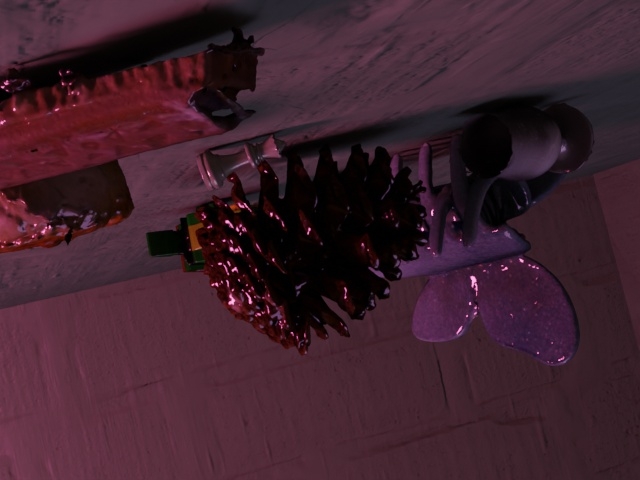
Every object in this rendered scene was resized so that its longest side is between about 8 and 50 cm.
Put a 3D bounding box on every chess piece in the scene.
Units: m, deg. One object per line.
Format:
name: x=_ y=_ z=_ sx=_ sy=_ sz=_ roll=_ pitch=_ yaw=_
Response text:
chess piece: x=-0.080 y=-0.086 z=1.073 sx=0.093 sy=0.042 sz=0.042 roll=-19 pitch=177 yaw=5

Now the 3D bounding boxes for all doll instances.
doll: x=-0.149 y=-0.009 z=1.547 sx=0.186 sy=0.106 sz=0.134 roll=-15 pitch=166 yaw=18

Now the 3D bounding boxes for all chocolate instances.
chocolate: x=-0.192 y=-0.067 z=0.662 sx=0.329 sy=0.065 sz=0.102 roll=-13 pitch=178 yaw=21

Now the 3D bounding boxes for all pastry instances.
pastry: x=-0.241 y=-0.034 z=0.902 sx=0.153 sy=0.081 sz=0.153 roll=-18 pitch=-174 yaw=2

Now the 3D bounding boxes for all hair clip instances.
hair clip: x=0.197 y=-0.016 z=1.538 sx=0.238 sy=0.392 sz=0.318 roll=22 pitch=156 yaw=-38

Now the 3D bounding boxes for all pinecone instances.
pinecone: x=-0.002 y=-0.002 z=1.233 sx=0.292 sy=0.246 sz=0.246 roll=-27 pitch=180 yaw=-14

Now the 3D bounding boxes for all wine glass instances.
wine glass: x=0.264 y=-0.129 z=1.321 sx=0.103 sy=0.103 sz=0.222 roll=-16 pitch=176 yaw=39
